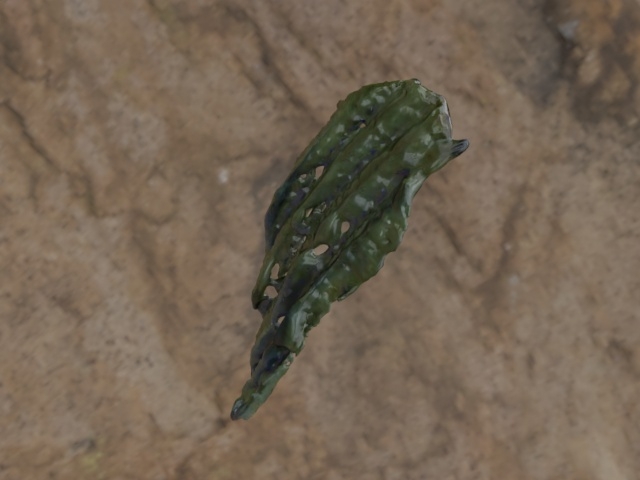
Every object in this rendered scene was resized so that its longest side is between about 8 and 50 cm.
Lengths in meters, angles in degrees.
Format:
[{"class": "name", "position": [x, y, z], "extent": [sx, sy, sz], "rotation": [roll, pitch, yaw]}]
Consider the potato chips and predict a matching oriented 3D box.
[{"class": "potato chips", "position": [0.001, 0.000, 0.741], "extent": [0.028, 0.207, 0.092], "rotation": [11, 37, -37]}]
